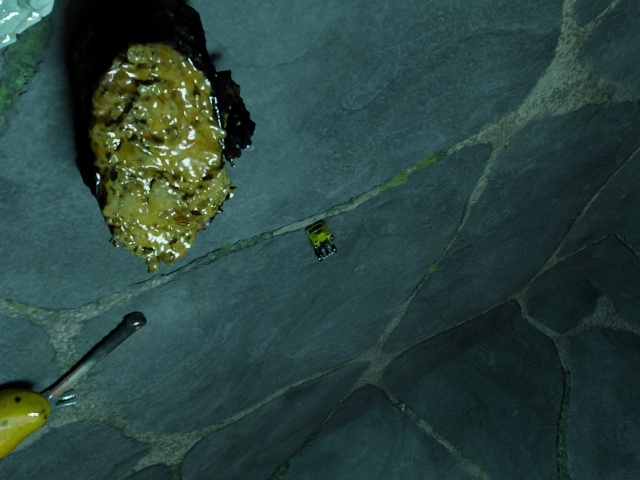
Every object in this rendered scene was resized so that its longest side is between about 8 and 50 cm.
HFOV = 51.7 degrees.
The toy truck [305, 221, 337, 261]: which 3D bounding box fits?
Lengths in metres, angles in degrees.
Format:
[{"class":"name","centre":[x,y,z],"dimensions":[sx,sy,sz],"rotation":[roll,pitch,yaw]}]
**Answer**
[{"class":"toy truck","centre":[0.000,0.000,1.433],"dimensions":[0.049,0.054,0.083],"rotation":[-32,150,-8]}]

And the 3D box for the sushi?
[{"class":"sushi","centre":[-0.202,-0.144,0.876],"dimensions":[0.235,0.207,0.348],"rotation":[-15,142,-20]}]

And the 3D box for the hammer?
[{"class":"hammer","centre":[-0.461,0.244,1.320],"dimensions":[0.288,0.033,0.111],"rotation":[-41,149,8]}]

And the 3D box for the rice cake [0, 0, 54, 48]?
[{"class":"rice cake","centre":[-0.433,-0.188,0.708],"dimensions":[0.336,0.066,0.063],"rotation":[-36,159,1]}]

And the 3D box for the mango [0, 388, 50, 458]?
[{"class":"mango","centre":[-0.602,0.342,1.243],"dimensions":[0.178,0.090,0.115],"rotation":[-39,112,5]}]
